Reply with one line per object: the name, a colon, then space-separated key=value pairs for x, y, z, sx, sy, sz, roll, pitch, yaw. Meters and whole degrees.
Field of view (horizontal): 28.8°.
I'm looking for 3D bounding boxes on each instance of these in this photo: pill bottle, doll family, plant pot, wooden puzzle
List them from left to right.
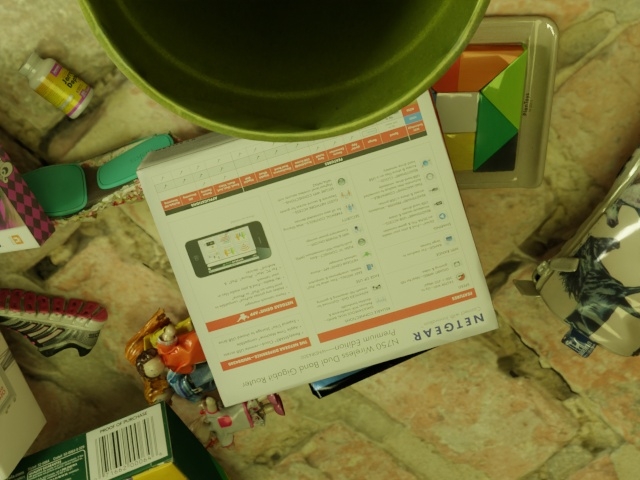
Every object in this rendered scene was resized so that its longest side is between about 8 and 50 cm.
pill bottle: x=-0.305 y=-0.181 z=1.435 sx=0.083 sy=0.043 sz=0.043 roll=37 pitch=112 yaw=-21
doll family: x=-0.161 y=0.163 z=1.613 sx=0.163 sy=0.118 sz=0.263 roll=-21 pitch=136 yaw=2
plant pot: x=-0.033 y=-0.334 z=1.183 sx=0.366 sy=0.353 sz=0.366 roll=-1 pitch=120 yaw=-1
wooden puzzle: x=0.154 y=-0.154 z=1.469 sx=0.239 sy=0.044 sz=0.221 roll=0 pitch=120 yaw=-2

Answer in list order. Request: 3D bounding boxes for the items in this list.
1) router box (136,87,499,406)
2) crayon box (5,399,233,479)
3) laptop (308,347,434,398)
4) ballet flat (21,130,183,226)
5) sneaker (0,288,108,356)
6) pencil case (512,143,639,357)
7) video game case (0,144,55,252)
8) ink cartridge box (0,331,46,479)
router box: x=0.000 y=0.000 z=1.413 sx=0.335 sy=0.082 sz=0.301 roll=-16 pitch=107 yaw=6
crayon box: x=-0.294 y=0.392 z=1.648 sx=0.363 sy=0.106 sz=0.313 roll=-22 pitch=137 yaw=7
laptop: x=0.015 y=0.033 z=1.497 sx=0.234 sy=0.136 sz=0.264 roll=-27 pitch=131 yaw=20
ballet flat: x=-0.261 y=-0.059 z=1.490 sx=0.241 sy=0.091 sz=0.077 roll=-15 pitch=149 yaw=11
sneaker: x=-0.360 y=0.111 z=1.586 sx=0.170 sy=0.063 sz=0.075 roll=9 pitch=113 yaw=-13
pencil case: x=0.412 y=-0.050 z=1.473 sx=0.183 sy=0.160 sz=0.410 roll=17 pitch=119 yaw=-28
video game case: x=-0.445 y=-0.080 z=1.439 sx=0.210 sy=0.042 sz=0.232 roll=-7 pitch=124 yaw=34
ink cartridge box: x=-0.498 y=0.159 z=1.545 sx=0.207 sy=0.117 sz=0.283 roll=-4 pitch=123 yaw=25
